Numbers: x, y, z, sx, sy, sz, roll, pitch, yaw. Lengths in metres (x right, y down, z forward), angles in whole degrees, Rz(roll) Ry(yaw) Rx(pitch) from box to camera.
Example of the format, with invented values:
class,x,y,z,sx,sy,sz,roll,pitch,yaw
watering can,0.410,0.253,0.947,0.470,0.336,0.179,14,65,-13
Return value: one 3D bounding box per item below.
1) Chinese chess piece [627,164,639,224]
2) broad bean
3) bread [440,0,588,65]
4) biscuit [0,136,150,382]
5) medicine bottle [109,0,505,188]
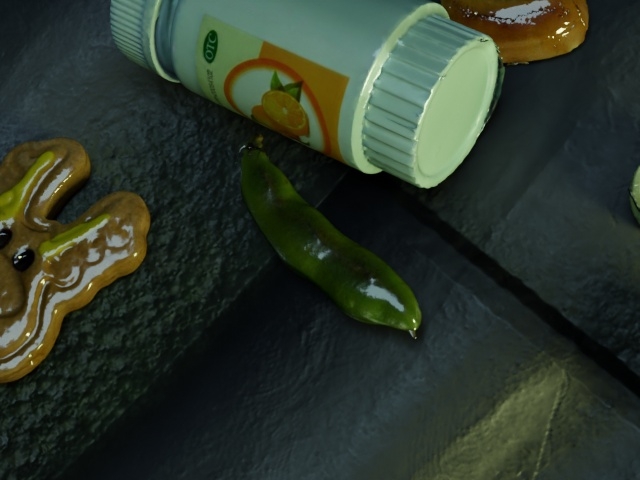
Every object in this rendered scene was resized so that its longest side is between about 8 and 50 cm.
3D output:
class,x,y,z,sx,sy,sz,roll,pitch,yaw
Chinese chess piece,0.297,-0.039,1.428,0.084,0.034,0.084,-5,66,12
broad bean,-0.004,0.002,1.487,0.065,0.046,0.254,-36,61,-16
bread,0.169,-0.220,1.538,0.129,0.044,0.126,-9,64,15
biscuit,-0.295,0.039,1.555,0.186,0.044,0.295,38,81,28
medicine bottle,-0.012,-0.168,1.501,0.318,0.158,0.158,26,76,24
